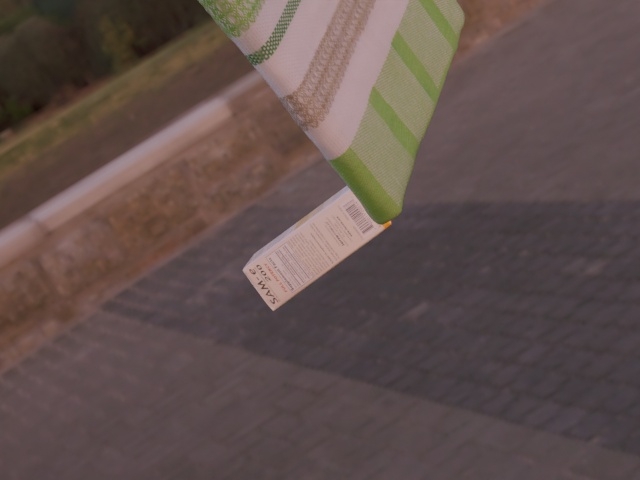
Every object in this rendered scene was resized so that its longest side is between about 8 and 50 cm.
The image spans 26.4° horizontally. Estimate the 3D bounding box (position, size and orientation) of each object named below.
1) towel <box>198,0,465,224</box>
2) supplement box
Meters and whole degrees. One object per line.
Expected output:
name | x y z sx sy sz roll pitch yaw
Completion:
towel | -0.010 -0.092 0.430 0.023 0.152 0.113 -16 35 36
supplement box | 0.000 0.000 0.906 0.098 0.036 0.062 -36 5 10
